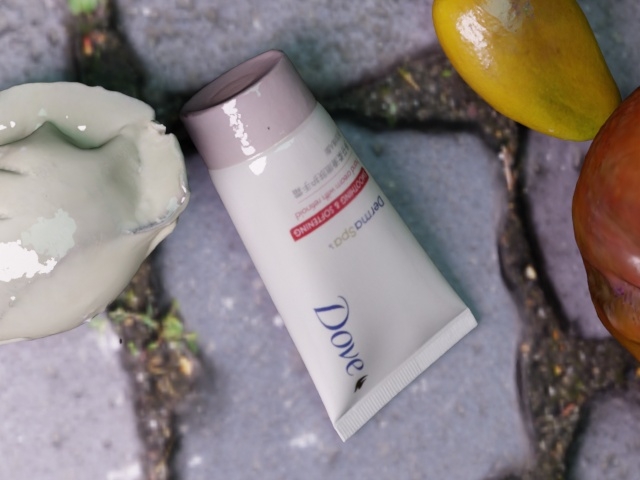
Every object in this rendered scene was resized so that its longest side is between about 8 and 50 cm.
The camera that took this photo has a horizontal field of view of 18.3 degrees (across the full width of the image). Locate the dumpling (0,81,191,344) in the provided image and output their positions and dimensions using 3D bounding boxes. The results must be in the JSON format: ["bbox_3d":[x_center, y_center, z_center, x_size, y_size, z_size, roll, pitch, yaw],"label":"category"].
[{"bbox_3d":[-0.182,-0.019,1.216,0.181,0.111,0.155,-17,66,-25],"label":"dumpling"}]

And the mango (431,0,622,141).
[{"bbox_3d":[0.148,-0.135,1.403,0.187,0.066,0.101,43,68,-22],"label":"mango"}]

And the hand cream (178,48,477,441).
[{"bbox_3d":[0.000,0.000,1.313,0.133,0.083,0.248,-41,109,-22],"label":"hand cream"}]

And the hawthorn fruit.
[{"bbox_3d":[0.327,-0.018,1.372,0.277,0.277,0.298,53,47,-9],"label":"hawthorn fruit"}]
